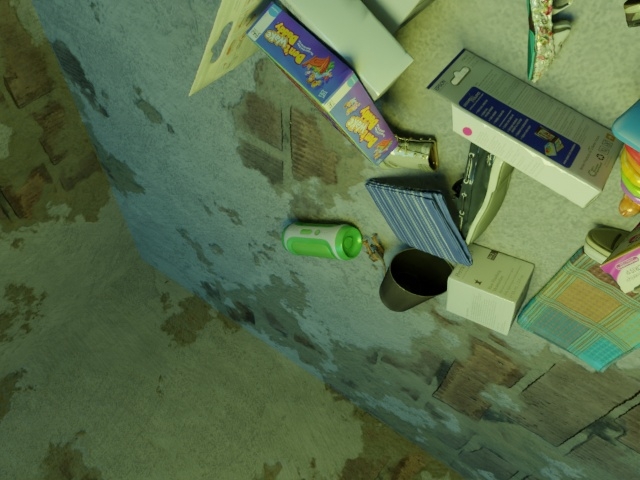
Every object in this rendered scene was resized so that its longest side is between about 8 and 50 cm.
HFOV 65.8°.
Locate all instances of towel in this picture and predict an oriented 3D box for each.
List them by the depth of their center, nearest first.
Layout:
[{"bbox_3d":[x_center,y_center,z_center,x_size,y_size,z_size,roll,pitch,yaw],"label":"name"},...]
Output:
[{"bbox_3d":[0.704,0.194,1.284,0.271,0.040,0.370,31,147,15],"label":"towel"},{"bbox_3d":[0.266,-0.058,1.365,0.243,0.040,0.336,56,167,-24],"label":"towel"}]

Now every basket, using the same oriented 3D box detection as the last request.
[{"bbox_3d":[0.282,0.137,1.570,0.204,0.154,0.227,6,156,-9],"label":"basket"}]

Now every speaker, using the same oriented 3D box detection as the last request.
[{"bbox_3d":[0.000,0.000,1.732,0.296,0.131,0.131,5,133,44],"label":"speaker"}]

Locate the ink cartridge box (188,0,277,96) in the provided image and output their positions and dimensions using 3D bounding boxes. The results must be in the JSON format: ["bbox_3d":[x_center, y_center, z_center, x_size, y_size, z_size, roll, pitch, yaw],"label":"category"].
[{"bbox_3d":[-0.136,-0.499,1.016,0.091,0.385,0.308,44,148,-5],"label":"ink cartridge box"}]

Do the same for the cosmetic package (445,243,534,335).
[{"bbox_3d":[0.462,0.131,1.362,0.183,0.151,0.151,22,143,27],"label":"cosmetic package"}]

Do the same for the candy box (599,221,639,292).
[{"bbox_3d":[0.641,-0.016,0.898,0.071,0.233,0.159,50,151,10],"label":"candy box"}]

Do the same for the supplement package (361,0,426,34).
[{"bbox_3d":[0.164,-0.534,0.825,0.199,0.198,0.262,45,148,-5],"label":"supplement package"}]

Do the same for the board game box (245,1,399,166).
[{"bbox_3d":[0.021,-0.304,1.025,0.233,0.078,0.347,48,-171,23],"label":"board game box"}]

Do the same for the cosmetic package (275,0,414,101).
[{"bbox_3d":[0.038,-0.410,1.013,0.284,0.097,0.377,43,-171,-5],"label":"cosmetic package"}]

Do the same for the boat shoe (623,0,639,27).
[{"bbox_3d":[0.554,-0.359,0.760,0.152,0.056,0.049,20,149,47],"label":"boat shoe"}]

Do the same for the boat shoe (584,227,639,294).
[{"bbox_3d":[0.711,0.074,1.057,0.302,0.113,0.103,26,140,22],"label":"boat shoe"}]

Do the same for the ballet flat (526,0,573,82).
[{"bbox_3d":[0.398,-0.391,0.864,0.077,0.091,0.241,-4,134,21],"label":"ballet flat"}]

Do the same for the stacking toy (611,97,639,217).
[{"bbox_3d":[0.612,-0.124,0.902,0.166,0.175,0.302,47,169,29],"label":"stacking toy"}]

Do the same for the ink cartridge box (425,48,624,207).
[{"bbox_3d":[0.393,-0.229,0.971,0.371,0.176,0.069,36,149,10],"label":"ink cartridge box"}]

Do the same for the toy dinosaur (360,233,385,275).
[{"bbox_3d":[0.188,0.042,1.611,0.112,0.064,0.211,58,-178,-4],"label":"toy dinosaur"}]

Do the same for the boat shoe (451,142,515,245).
[{"bbox_3d":[0.371,-0.122,1.181,0.113,0.127,0.340,38,158,26],"label":"boat shoe"}]

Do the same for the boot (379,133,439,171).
[{"bbox_3d":[0.197,-0.241,1.232,0.165,0.077,0.213,13,161,36],"label":"boot"}]
